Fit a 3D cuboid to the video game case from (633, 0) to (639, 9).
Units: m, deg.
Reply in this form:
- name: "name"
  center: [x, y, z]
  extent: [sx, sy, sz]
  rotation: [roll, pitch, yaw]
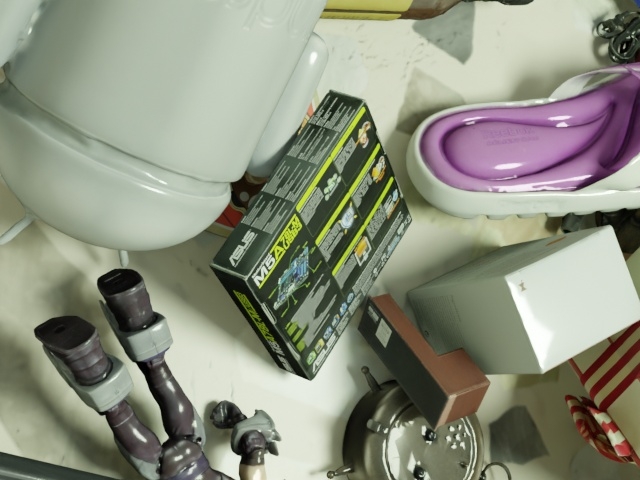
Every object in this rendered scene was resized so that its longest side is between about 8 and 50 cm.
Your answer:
- name: "video game case"
  center: [0.392, -0.373, 1.239]
  extent: [0.269, 0.061, 0.244]
  rotation: [50, 57, -12]

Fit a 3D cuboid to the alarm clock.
- name: "alarm clock"
  center: [0.106, 0.201, 1.046]
  extent: [0.192, 0.064, 0.129]
  rotation: [26, 73, -24]

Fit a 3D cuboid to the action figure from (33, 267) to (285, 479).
- name: "action figure"
  center: [-0.124, 0.169, 0.920]
  extent: [0.185, 0.099, 0.285]
  rotation: [-35, 112, -32]

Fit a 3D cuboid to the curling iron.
- name: "curling iron"
  center: [0.298, -0.127, 1.194]
  extent: [0.068, 0.035, 0.274]
  rotation: [26, 72, -17]

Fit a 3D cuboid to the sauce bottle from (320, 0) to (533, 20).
- name: "sauce bottle"
  center: [0.055, -0.260, 1.054]
  extent: [0.344, 0.111, 0.112]
  rotation: [-3, 85, -28]

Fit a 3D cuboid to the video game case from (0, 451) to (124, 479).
- name: "video game case"
  center: [-0.235, 0.282, 0.825]
  extent: [0.274, 0.035, 0.248]
  rotation: [20, 96, -27]

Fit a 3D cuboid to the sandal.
- name: "sandal"
  center: [0.288, -0.113, 1.087]
  extent: [0.416, 0.102, 0.169]
  rotation: [-16, 58, -16]

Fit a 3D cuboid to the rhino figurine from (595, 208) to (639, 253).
- name: "rhino figurine"
  center: [0.381, -0.070, 1.196]
  extent: [0.243, 0.106, 0.073]
  rotation: [-33, 57, -27]

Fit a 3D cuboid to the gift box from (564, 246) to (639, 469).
- name: "gift box"
  center: [0.384, 0.134, 1.030]
  extent: [0.255, 0.276, 0.258]
  rotation: [34, 107, -20]

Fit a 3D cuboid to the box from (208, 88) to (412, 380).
- name: "box"
  center: [0.000, 0.000, 0.970]
  extent: [0.191, 0.045, 0.184]
  rotation: [-57, 146, -20]

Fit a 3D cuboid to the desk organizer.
- name: "desk organizer"
  center: [0.092, 0.104, 1.018]
  extent: [0.050, 0.047, 0.130]
  rotation: [-14, 49, -30]

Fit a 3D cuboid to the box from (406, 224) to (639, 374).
- name: "box"
  center: [0.185, 0.059, 1.039]
  extent: [0.130, 0.170, 0.091]
  rotation: [-23, 94, -26]

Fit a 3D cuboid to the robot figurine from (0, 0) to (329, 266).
- name: "robot figurine"
  center: [-0.126, -0.141, 0.854]
  extent: [0.299, 0.200, 0.354]
  rotation: [18, 105, -36]

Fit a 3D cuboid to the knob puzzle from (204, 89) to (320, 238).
- name: "knob puzzle"
  center: [-0.067, -0.087, 1.014]
  extent: [0.213, 0.030, 0.213]
  rotation: [4, 82, -26]
